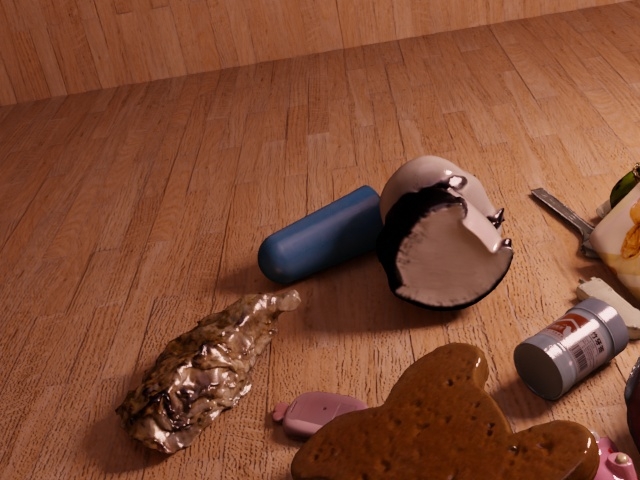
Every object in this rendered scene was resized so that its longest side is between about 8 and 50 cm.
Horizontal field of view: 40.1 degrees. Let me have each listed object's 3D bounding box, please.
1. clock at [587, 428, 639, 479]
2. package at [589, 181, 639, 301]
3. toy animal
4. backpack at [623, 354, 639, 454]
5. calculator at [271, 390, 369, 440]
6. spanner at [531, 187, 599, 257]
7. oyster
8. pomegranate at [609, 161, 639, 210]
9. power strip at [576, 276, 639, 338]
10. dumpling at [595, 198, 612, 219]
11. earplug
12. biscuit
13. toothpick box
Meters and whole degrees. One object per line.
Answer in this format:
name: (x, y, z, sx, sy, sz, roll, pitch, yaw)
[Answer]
clock: (0.327, 0.341, 1.069, 0.194, 0.100, 0.195, -20, 27, -9)
package: (0.639, 0.037, 1.485, 0.221, 0.165, 0.311, -51, 30, 15)
toy animal: (0.213, -0.026, 1.631, 0.251, 0.250, 0.310, -9, 21, 4)
backpack: (0.583, 0.167, 1.185, 0.283, 0.197, 0.317, 5, 30, 33)
calculator: (0.000, 0.275, 1.374, 0.166, 0.024, 0.103, 2, 32, 21)
spanner: (0.508, -0.040, 1.767, 0.093, 0.026, 0.325, -17, 27, -8)
oyster: (-0.213, 0.200, 1.504, 0.204, 0.111, 0.396, 7, 37, 35)
pomegranate: (0.622, -0.090, 1.666, 0.143, 0.169, 0.122, -8, 31, 27)
power strip: (0.492, 0.111, 1.489, 0.048, 0.030, 0.191, -18, 30, -10)
dumpling: (0.594, -0.057, 1.751, 0.077, 0.043, 0.059, -3, 43, -18)
earplug: (0.000, 0.000, 1.771, 0.273, 0.132, 0.132, -25, 31, -17)
biscuit: (0.135, 0.311, 1.132, 0.368, 0.076, 0.394, -34, 24, -8)
toothpick box: (0.387, 0.166, 1.355, 0.153, 0.101, 0.101, -27, 33, -28)
